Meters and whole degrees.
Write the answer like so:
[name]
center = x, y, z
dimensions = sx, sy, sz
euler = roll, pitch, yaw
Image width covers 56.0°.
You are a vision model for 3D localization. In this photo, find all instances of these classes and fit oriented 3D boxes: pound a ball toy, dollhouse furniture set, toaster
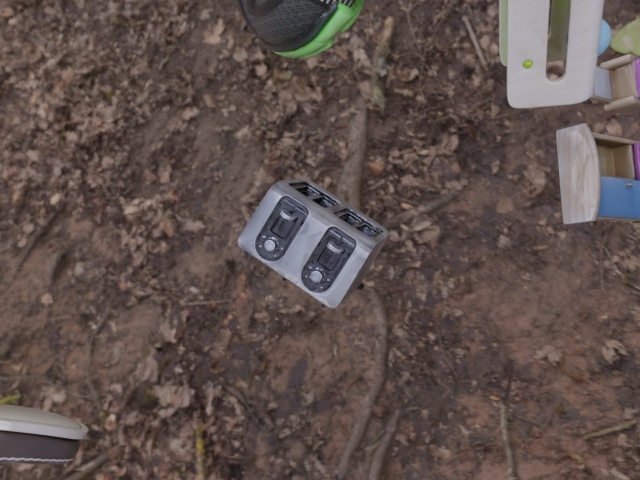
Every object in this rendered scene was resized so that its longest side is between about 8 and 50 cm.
[pound a ball toy]
center = 0.290, -0.357, 0.742
dimensions = 0.136, 0.319, 0.208
euler = -3, 43, 13
[dollhouse furniture set]
center = 0.503, -0.150, 0.789
dimensions = 0.303, 0.198, 0.286
euler = -10, 81, 55
[toaster]
center = 0.000, 0.000, 0.866
dimensions = 0.168, 0.186, 0.110
euler = 34, 105, 10

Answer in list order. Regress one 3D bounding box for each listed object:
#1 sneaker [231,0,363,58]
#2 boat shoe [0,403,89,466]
[sneaker]
center = -0.100, -0.346, 0.582
dimensions = 0.185, 0.202, 0.482
euler = -52, 53, 26
[boat shoe]
center = -0.444, 0.235, 0.694
dimensions = 0.117, 0.325, 0.096
euler = -14, 64, 60
